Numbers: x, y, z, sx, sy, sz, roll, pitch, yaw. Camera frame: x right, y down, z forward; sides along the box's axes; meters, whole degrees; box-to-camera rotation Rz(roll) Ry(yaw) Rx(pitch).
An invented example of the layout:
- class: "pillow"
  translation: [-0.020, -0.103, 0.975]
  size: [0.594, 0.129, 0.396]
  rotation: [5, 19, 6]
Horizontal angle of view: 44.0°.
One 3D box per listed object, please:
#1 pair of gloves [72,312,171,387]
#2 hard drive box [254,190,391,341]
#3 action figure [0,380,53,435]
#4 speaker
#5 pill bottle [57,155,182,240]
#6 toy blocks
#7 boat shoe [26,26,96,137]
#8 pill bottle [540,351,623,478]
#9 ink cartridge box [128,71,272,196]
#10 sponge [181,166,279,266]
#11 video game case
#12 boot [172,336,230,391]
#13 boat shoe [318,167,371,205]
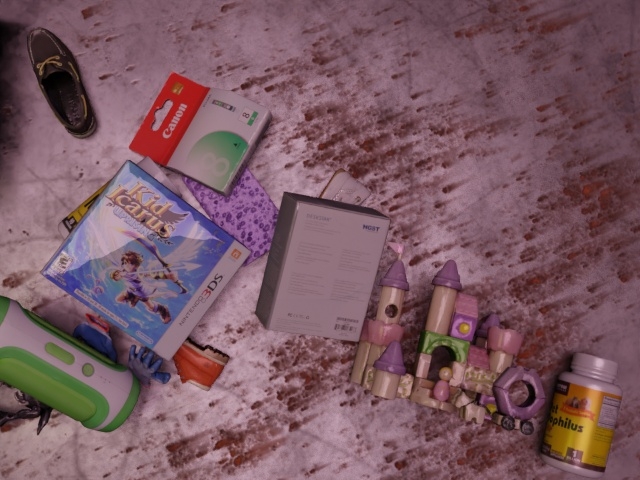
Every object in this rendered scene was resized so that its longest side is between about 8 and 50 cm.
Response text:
- class: "pair of gloves"
  translation: [-0.358, 0.206, 1.419]
  size: [0.198, 0.159, 0.023]
  rotation: [33, 57, 0]
- class: "hard drive box"
  translation: [0.003, 0.047, 1.397]
  size: [0.181, 0.089, 0.232]
  rotation: [11, 101, -22]
- class: "action figure"
  translation: [-0.563, 0.248, 1.407]
  size: [0.275, 0.141, 0.164]
  rotation: [35, 51, -36]
- class: "speaker"
  translation: [-0.454, 0.212, 1.337]
  size: [0.296, 0.131, 0.131]
  rotation: [40, 84, -30]
- class: "pill bottle"
  translation: [-0.363, -0.051, 1.450]
  size: [0.208, 0.119, 0.119]
  rotation: [-42, 89, -6]
- class: "toy blocks"
  translation: [0.223, 0.159, 1.372]
  size: [0.288, 0.309, 0.260]
  rotation: [15, 84, -2]
- class: "boat shoe"
  translation: [-0.490, -0.304, 1.485]
  size: [0.081, 0.069, 0.228]
  rotation: [-27, 88, -5]
- class: "pill bottle"
  translation: [0.489, 0.321, 1.470]
  size: [0.117, 0.117, 0.215]
  rotation: [15, 85, -2]
- class: "ink cartridge box"
  translation: [-0.229, -0.208, 1.481]
  size: [0.224, 0.056, 0.181]
  rotation: [27, 81, 7]
- class: "sponge"
  translation: [-0.156, -0.065, 1.506]
  size: [0.117, 0.031, 0.210]
  rotation: [-35, 88, -6]
- class: "video game case"
  translation: [-0.300, 0.035, 1.382]
  size: [0.269, 0.061, 0.244]
  rotation: [37, 86, -14]
- class: "boot"
  translation: [-0.257, 0.219, 1.468]
  size: [0.158, 0.059, 0.085]
  rotation: [27, 90, -2]
- class: "boat shoe"
  translation: [0.000, 0.000, 1.476]
  size: [0.096, 0.098, 0.277]
  rotation: [33, 83, 0]
